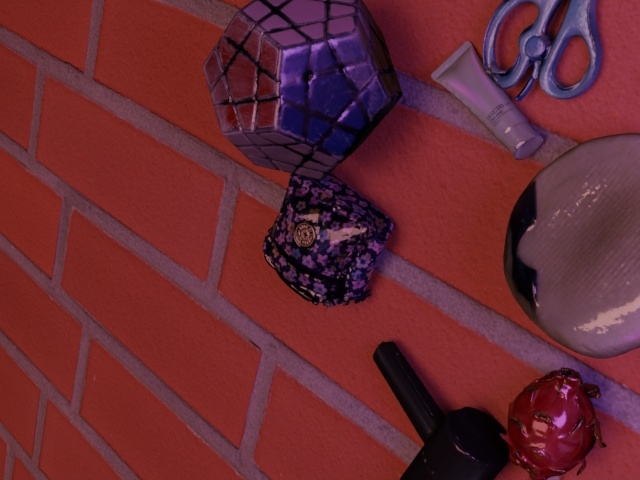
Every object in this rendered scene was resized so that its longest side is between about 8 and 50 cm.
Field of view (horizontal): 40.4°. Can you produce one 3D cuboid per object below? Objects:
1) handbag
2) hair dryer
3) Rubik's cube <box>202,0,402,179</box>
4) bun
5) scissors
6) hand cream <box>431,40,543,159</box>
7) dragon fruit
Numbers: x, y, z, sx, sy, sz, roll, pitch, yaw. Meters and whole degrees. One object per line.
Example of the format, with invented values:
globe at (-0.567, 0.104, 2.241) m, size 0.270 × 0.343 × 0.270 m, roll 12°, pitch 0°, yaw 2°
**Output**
handbag at (0.000, 0.000, 1.498) m, size 0.229 × 0.127 × 0.207 m, roll 37°, pitch 119°, yaw 26°
hair dryer at (0.150, 0.316, 1.421) m, size 0.244 × 0.116 × 0.302 m, roll -59°, pitch 45°, yaw 32°
Rubik's cube at (-0.026, -0.254, 1.390) m, size 0.264 × 0.319 × 0.319 m, roll -135°, pitch 51°, yaw -64°
bun at (0.377, 0.012, 1.094) m, size 0.283 × 0.179 × 0.283 m, roll -20°, pitch 59°, yaw 37°
scissors at (0.346, -0.367, 1.164) m, size 0.180 × 0.032 × 0.392 m, roll 35°, pitch 119°, yaw 29°
hand cream at (0.246, -0.204, 1.278) m, size 0.078 × 0.050 × 0.205 m, roll -44°, pitch 61°, yaw 17°
dragon fruit at (0.324, 0.251, 1.211) m, size 0.136 × 0.133 × 0.165 m, roll 10°, pitch 108°, yaw 1°
